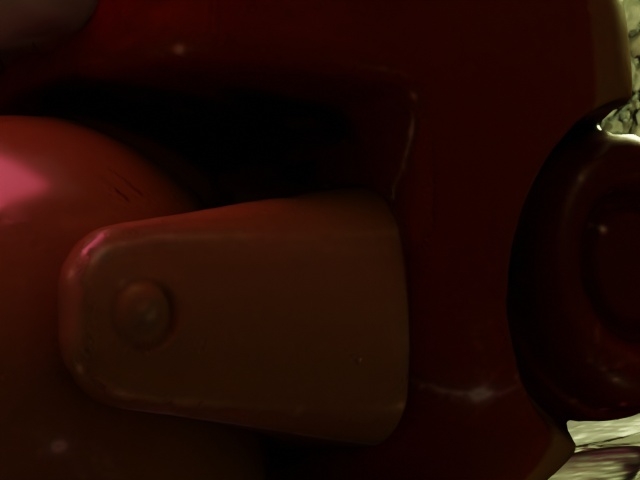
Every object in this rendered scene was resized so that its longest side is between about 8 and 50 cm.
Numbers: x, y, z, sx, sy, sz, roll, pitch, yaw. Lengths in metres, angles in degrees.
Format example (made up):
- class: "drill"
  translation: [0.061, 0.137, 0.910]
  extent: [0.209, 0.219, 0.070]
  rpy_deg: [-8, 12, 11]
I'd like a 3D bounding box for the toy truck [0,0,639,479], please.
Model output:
- class: "toy truck"
  translation: [-0.031, -0.032, 0.500]
  extent: [0.239, 0.265, 0.189]
  rpy_deg: [1, -7, -36]
